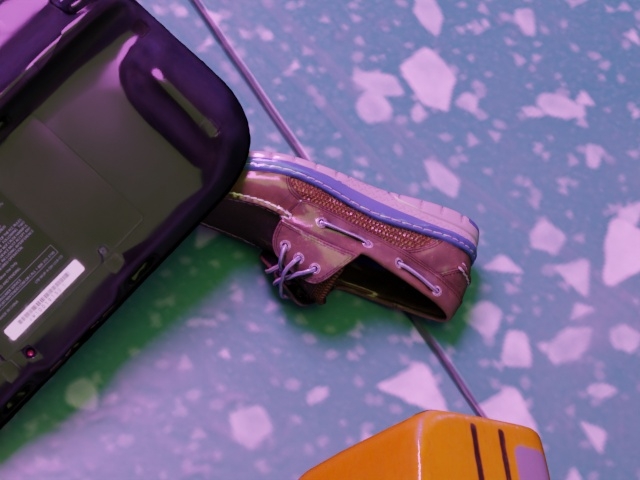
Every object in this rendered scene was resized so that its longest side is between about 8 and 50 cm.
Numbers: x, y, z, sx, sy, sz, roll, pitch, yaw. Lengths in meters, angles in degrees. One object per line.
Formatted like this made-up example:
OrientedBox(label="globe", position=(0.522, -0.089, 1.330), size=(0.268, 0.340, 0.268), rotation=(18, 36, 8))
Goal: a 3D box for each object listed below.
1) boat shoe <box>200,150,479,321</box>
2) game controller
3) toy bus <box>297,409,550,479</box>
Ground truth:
OrientedBox(label="boat shoe", position=(0.000, 0.000, 1.103), size=(0.183, 0.066, 0.066), rotation=(13, 63, -5))
OrientedBox(label="game controller", position=(-0.187, -0.002, 1.042), size=(0.166, 0.067, 0.319), rotation=(45, 77, -4))
OrientedBox(label="toy bus", position=(0.065, 0.256, 0.945), size=(0.130, 0.108, 0.332), rotation=(15, 56, -40))
